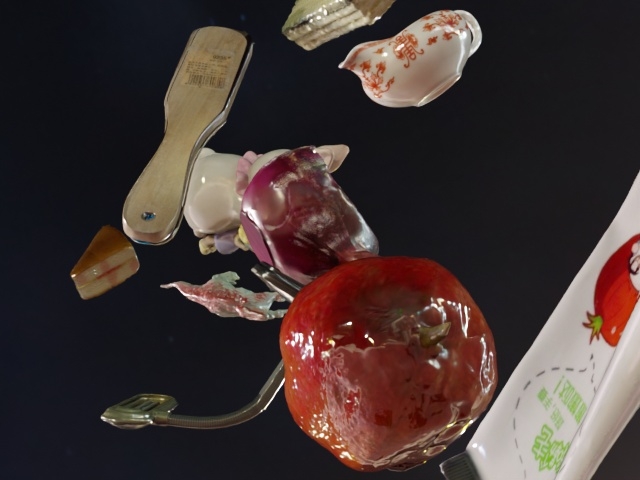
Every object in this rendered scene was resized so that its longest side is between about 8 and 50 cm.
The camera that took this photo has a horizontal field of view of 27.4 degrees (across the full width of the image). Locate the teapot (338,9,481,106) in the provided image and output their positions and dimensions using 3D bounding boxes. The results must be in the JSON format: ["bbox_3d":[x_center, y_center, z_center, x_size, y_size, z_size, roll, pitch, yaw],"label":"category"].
[{"bbox_3d":[0.138,-0.247,1.760,0.245,0.116,0.159,-33,-18,-44],"label":"teapot"}]

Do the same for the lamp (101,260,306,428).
[{"bbox_3d":[-0.108,0.141,1.554,0.283,0.203,0.124,-43,-84,-1],"label":"lamp"}]

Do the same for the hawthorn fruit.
[{"bbox_3d":[0.063,0.102,1.094,0.190,0.189,0.251,-12,-6,-12],"label":"hawthorn fruit"}]

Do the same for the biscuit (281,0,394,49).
[{"bbox_3d":[0.051,-0.277,1.306,0.052,0.150,0.252,30,-13,-18],"label":"biscuit"}]

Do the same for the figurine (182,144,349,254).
[{"bbox_3d":[-0.071,-0.060,1.830,0.236,0.155,0.127,-4,-7,29],"label":"figurine"}]

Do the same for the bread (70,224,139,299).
[{"bbox_3d":[-0.234,0.020,1.481,0.062,0.109,0.043,-6,-57,19],"label":"bread"}]

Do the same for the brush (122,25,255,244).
[{"bbox_3d":[-0.135,-0.103,1.339,0.070,0.327,0.065,13,-45,2],"label":"brush"}]

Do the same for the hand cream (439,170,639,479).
[{"bbox_3d":[0.158,0.013,0.632,0.076,0.121,0.336,26,-75,-14],"label":"hand cream"}]

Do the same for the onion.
[{"bbox_3d":[0.000,0.000,1.599,0.140,0.218,0.195,-32,-37,-10],"label":"onion"}]

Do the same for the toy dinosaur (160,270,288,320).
[{"bbox_3d":[-0.143,0.079,1.840,0.167,0.242,0.053,-9,-72,-64],"label":"toy dinosaur"}]
